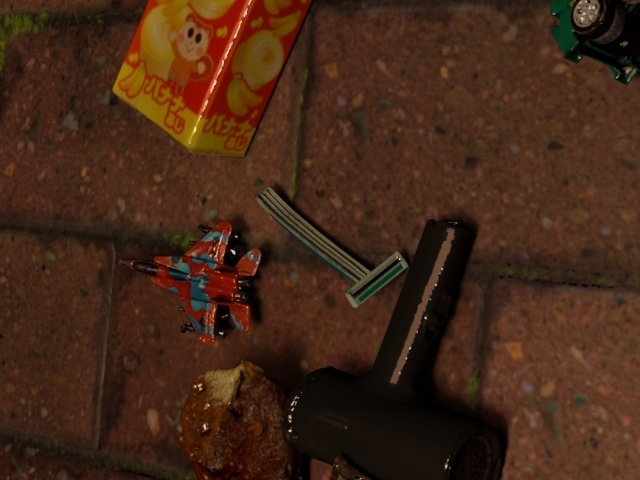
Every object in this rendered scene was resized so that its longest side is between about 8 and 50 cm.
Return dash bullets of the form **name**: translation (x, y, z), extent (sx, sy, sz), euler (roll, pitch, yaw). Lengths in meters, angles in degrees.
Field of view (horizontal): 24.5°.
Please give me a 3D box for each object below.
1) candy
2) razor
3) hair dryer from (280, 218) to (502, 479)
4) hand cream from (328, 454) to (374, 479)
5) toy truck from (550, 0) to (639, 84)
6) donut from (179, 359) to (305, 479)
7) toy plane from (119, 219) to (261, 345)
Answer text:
- **candy**: translation (-0.095, -0.237, 1.498), extent (0.146, 0.088, 0.276), euler (35, 110, 38)
- **razor**: translation (0.001, 0.003, 1.430), extent (0.068, 0.037, 0.191), euler (-37, 47, -19)
- **hair dryer**: translation (0.083, 0.100, 1.327), extent (0.197, 0.089, 0.251), euler (17, 91, 41)
- **hand cream**: translation (0.022, 0.256, 1.355), extent (0.062, 0.039, 0.163), euler (35, 134, 14)
- **toy truck**: translation (0.267, -0.240, 1.178), extent (0.216, 0.110, 0.116), euler (-54, 45, 24)
- **donut**: translation (-0.091, 0.266, 1.429), extent (0.112, 0.151, 0.295), euler (12, 82, 54)
- **toy plane**: translation (-0.137, 0.037, 1.531), extent (0.189, 0.061, 0.130), euler (12, 95, 45)
